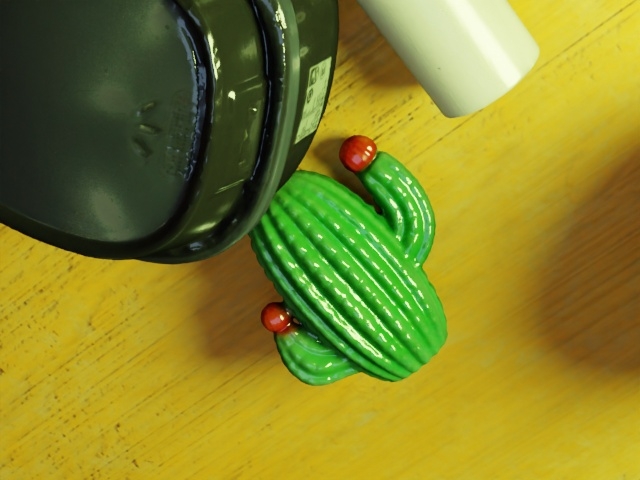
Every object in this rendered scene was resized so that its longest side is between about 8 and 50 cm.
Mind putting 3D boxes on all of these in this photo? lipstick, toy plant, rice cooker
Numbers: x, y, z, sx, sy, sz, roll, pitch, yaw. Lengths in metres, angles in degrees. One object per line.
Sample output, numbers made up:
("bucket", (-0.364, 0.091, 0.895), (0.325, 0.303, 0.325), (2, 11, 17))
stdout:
("lipstick", (0.027, -0.235, 1.041), (0.087, 0.087, 0.327), (-33, 110, 18))
("toy plant", (0.014, 0.001, 1.166), (0.155, 0.088, 0.240), (-16, 101, 1))
("rice cooker", (-0.116, -0.122, 1.014), (0.267, 0.224, 0.267), (8, 112, 21))
